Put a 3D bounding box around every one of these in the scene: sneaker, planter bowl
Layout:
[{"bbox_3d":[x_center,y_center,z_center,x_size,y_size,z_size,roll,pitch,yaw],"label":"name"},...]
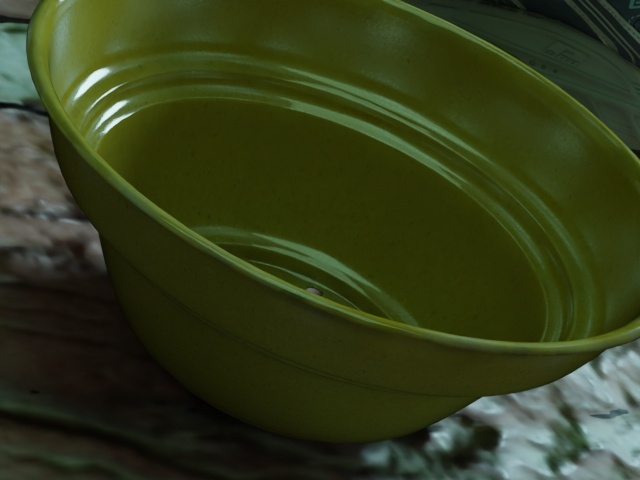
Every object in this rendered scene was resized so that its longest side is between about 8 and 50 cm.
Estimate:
[{"bbox_3d":[0.066,-0.155,0.872,0.283,0.122,0.110,23,29,-1],"label":"sneaker"},{"bbox_3d":[0.000,0.000,0.605,0.217,0.090,0.217,17,31,-11],"label":"planter bowl"}]
